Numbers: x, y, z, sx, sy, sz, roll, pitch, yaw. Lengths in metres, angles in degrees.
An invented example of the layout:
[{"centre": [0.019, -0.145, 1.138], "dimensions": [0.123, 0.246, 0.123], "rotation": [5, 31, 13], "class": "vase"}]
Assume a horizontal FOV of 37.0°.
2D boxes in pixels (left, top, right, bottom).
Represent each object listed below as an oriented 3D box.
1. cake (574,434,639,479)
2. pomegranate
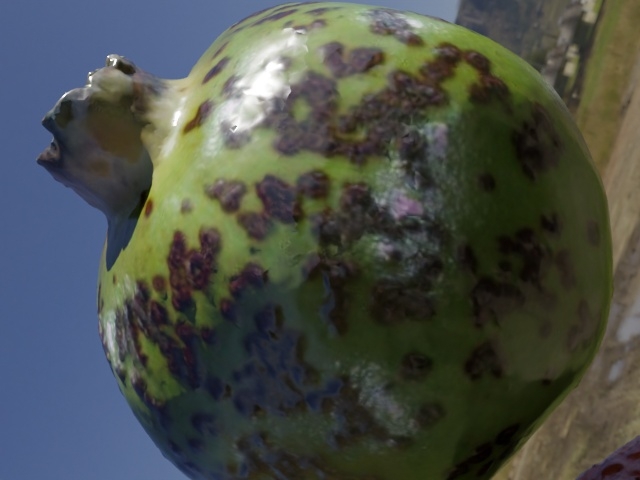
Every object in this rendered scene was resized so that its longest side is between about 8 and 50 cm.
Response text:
[{"centre": [0.156, 0.210, 0.381], "dimensions": [0.159, 0.158, 0.262], "rotation": [-29, 12, 6], "class": "cake"}, {"centre": [0.000, 0.000, 0.453], "dimensions": [0.254, 0.270, 0.254], "rotation": [-50, 18, 23], "class": "pomegranate"}]
